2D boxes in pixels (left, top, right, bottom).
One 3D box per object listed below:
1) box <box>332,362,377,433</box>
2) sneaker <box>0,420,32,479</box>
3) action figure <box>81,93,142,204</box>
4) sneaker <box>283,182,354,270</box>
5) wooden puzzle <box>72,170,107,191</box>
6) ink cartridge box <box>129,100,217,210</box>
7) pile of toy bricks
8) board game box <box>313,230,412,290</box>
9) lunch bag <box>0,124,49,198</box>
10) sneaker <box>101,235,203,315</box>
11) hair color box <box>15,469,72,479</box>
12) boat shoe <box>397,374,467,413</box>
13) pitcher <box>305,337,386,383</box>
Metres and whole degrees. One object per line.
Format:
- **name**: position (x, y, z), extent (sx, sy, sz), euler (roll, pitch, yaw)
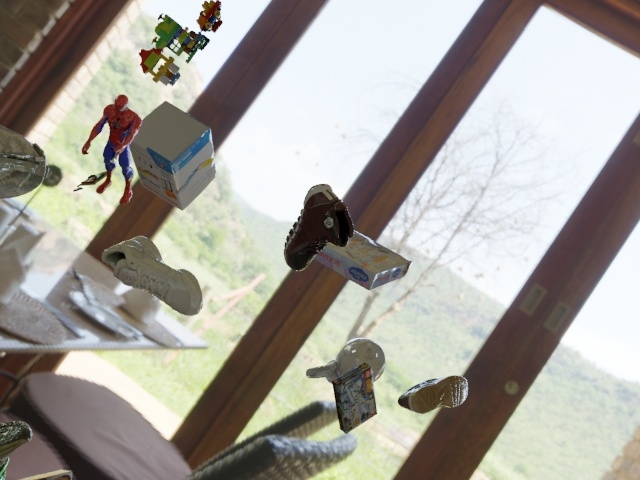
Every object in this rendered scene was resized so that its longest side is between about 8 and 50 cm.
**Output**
- **box**: position (0.077, 0.348, 1.414), extent (0.027, 0.094, 0.137), euler (26, -48, 50)
- **sneaker**: position (-0.919, 0.650, 1.761), extent (0.182, 0.410, 0.158), euler (51, 13, -14)
- **action figure**: position (-0.432, -0.169, 1.314), extent (0.092, 0.139, 0.280), euler (24, -46, -1)
- **sneaker**: position (0.000, 0.000, 1.724), extent (0.106, 0.281, 0.162), euler (-12, 42, -40)
- **wooden puzzle**: position (-0.628, -0.169, 1.769), extent (0.116, 0.079, 0.014), euler (-67, 143, -58)
- **ink cartridge box**: position (-0.422, -0.239, 1.842), extent (0.171, 0.168, 0.232), euler (31, -28, 15)
- **pile of toy bricks**: position (-0.301, -0.428, 1.336), extent (0.105, 0.212, 0.118), euler (38, 0, -9)
- **board game box**: position (0.111, 0.046, 2.177), extent (0.318, 0.065, 0.319), euler (29, 19, 24)
- **lunch bag**: position (-0.861, -0.200, 1.563), extent (0.256, 0.212, 0.305), euler (10, 1, 18)
- **sneaker**: position (-0.423, 0.103, 1.599), extent (0.305, 0.114, 0.152), euler (33, 26, 26)
- **hair color box**: position (-0.692, 0.622, 1.595), extent (0.043, 0.072, 0.141), euler (-6, -8, 30)
- **boat shoe**: position (0.353, 0.476, 1.996), extent (0.285, 0.102, 0.092), euler (-4, 0, -43)
- **pitcher**: position (0.068, 0.335, 1.706), extent (0.178, 0.125, 0.207), euler (-2, -21, -23)
